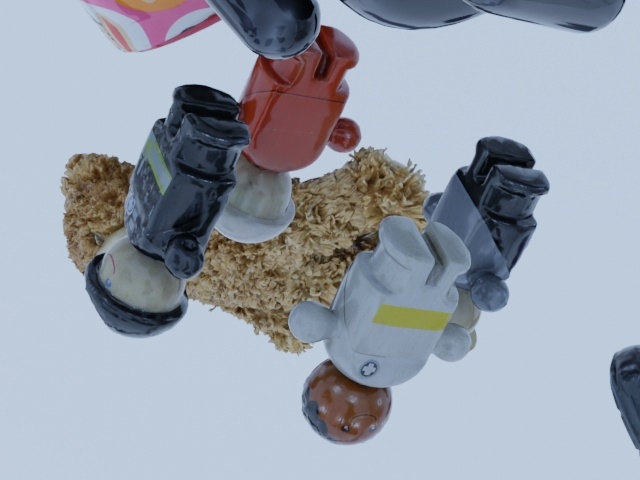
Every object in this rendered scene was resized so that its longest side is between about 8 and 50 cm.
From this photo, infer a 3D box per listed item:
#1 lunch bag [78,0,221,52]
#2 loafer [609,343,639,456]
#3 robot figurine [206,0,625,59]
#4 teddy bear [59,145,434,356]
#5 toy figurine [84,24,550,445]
[{"bbox_3d":[-0.078,-0.259,1.268,0.258,0.293,0.120,-27,-54,24],"label":"lunch bag"},{"bbox_3d":[0.272,0.150,1.266,0.078,0.076,0.223,-33,-76,26],"label":"loafer"},{"bbox_3d":[0.021,-0.197,0.780,0.278,0.209,0.173,46,-14,30],"label":"robot figurine"},{"bbox_3d":[-0.056,0.004,1.570,0.338,0.113,0.245,9,-32,3],"label":"teddy bear"},{"bbox_3d":[0.000,0.000,1.066,0.209,0.213,0.148,31,-59,9],"label":"toy figurine"}]
